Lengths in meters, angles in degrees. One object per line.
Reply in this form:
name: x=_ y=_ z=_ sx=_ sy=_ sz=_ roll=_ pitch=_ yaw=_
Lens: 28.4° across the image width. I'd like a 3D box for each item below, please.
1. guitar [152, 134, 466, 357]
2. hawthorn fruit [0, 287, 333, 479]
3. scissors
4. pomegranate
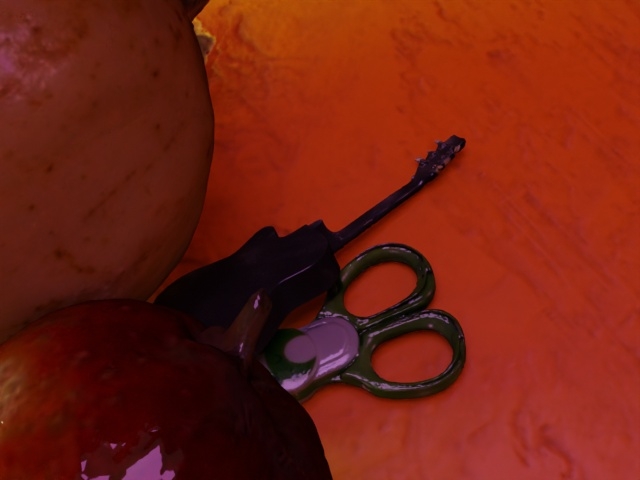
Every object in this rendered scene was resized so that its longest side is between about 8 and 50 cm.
guitar: x=0.000 y=0.000 z=0.781 sx=0.233 sy=0.025 sz=0.088 roll=-36 pitch=33 yaw=-16
hawthorn fruit: x=-0.088 y=0.132 z=0.630 sx=0.215 sy=0.215 sz=0.250 roll=32 pitch=91 yaw=24
scissors: x=-0.017 y=0.075 z=0.754 sx=0.204 sy=0.027 sz=0.101 roll=-23 pitch=57 yaw=-4
pomegranate: x=-0.208 y=-0.096 z=0.729 sx=0.342 sy=0.342 sz=0.342 roll=-5 pitch=61 yaw=8
